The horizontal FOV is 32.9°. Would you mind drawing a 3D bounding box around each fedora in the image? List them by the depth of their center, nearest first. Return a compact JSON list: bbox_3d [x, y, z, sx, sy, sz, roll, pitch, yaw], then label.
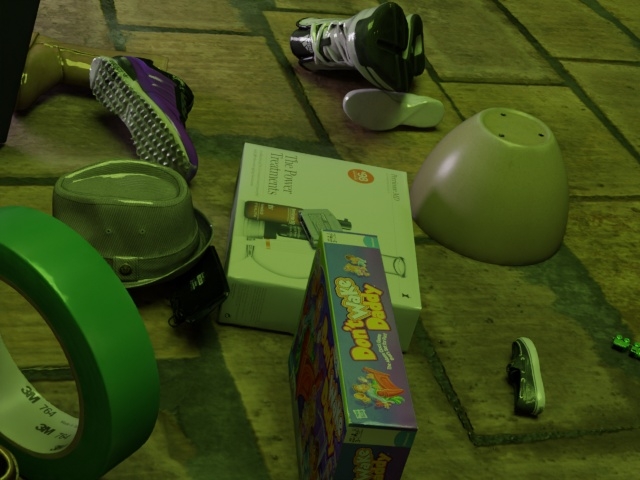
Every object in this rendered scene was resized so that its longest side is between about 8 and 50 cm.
[{"bbox_3d":[-0.295,-0.039,1.581,0.275,0.124,0.243,3,34,3],"label":"fedora"}]

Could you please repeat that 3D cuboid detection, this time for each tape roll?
[{"bbox_3d":[-0.322,0.122,1.213,0.321,0.321,0.077,31,39,24],"label":"tape roll"}]

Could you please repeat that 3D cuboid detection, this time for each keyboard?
[{"bbox_3d":[-0.173,0.076,1.550,0.100,0.038,0.192,-35,23,2],"label":"keyboard"}]

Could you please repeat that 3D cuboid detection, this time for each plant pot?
[{"bbox_3d":[0.312,-0.116,1.879,0.284,0.191,0.284,9,36,-7],"label":"plant pot"}]

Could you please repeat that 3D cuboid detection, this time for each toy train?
[{"bbox_3d":[0.493,0.172,1.686,0.083,0.017,0.023,24,46,14],"label":"toy train"}]

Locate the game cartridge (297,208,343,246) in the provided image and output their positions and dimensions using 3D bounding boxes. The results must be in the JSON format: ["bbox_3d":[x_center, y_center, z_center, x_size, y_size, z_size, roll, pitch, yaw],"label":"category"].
[{"bbox_3d":[0.003,-0.018,1.624,0.056,0.017,0.083,-4,39,-18],"label":"game cartridge"}]

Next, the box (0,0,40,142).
[{"bbox_3d":[-0.685,-0.345,1.721,0.395,0.293,0.212,17,6,4],"label":"box"}]

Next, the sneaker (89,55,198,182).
[{"bbox_3d":[-0.268,-0.224,1.881,0.146,0.102,0.293,-15,57,-42],"label":"sneaker"}]

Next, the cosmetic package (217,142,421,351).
[{"bbox_3d":[0.000,0.000,1.696,0.284,0.097,0.377,11,35,-8],"label":"cosmetic package"}]

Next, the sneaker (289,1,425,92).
[{"bbox_3d":[0.050,-0.368,2.129,0.258,0.169,0.447,-2,8,14],"label":"sneaker"}]

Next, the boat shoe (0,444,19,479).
[{"bbox_3d":[-0.474,0.212,1.143,0.324,0.116,0.123,15,59,-20],"label":"boat shoe"}]

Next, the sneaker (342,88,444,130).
[{"bbox_3d":[0.133,-0.264,2.142,0.212,0.080,0.094,4,23,-23],"label":"sneaker"}]

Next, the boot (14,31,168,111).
[{"bbox_3d":[-0.419,-0.295,1.975,0.270,0.089,0.236,11,41,-11],"label":"boot"}]

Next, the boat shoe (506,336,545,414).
[{"bbox_3d":[0.291,0.191,1.564,0.040,0.049,0.142,7,37,-8],"label":"boat shoe"}]

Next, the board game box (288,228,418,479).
[{"bbox_3d":[0.029,0.182,1.326,0.078,0.233,0.347,7,35,-11],"label":"board game box"}]
